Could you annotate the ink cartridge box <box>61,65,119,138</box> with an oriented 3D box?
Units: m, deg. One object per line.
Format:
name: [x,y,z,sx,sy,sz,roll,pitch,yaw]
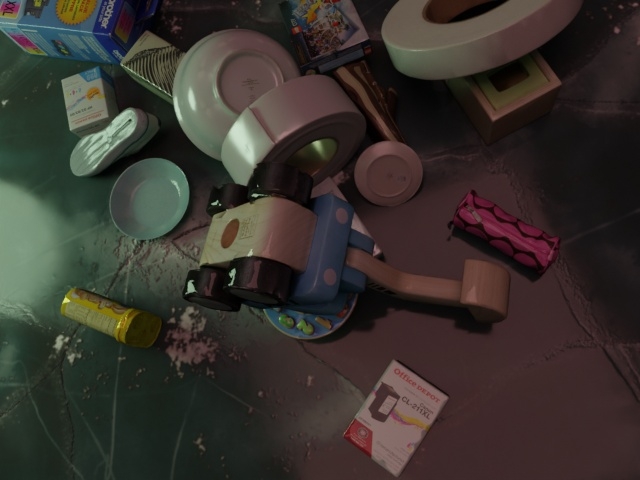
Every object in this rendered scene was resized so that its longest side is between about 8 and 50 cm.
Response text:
ink cartridge box: [-0.549,-0.315,1.408,0.104,0.061,0.181,-19,74,7]

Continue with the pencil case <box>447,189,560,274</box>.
pencil case: [0.359,-0.016,1.130,0.209,0.098,0.095,30,84,16]

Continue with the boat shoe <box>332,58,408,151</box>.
boat shoe: [0.126,-0.292,1.251,0.095,0.095,0.257,-31,72,-4]

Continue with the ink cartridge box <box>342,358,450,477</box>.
ink cartridge box: [0.144,0.329,1.099,0.127,0.072,0.175,32,85,18]

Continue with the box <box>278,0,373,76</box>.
box: [0.007,-0.480,1.315,0.159,0.044,0.233,-21,57,6]

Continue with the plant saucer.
plant saucer: [-0.383,-0.091,1.331,0.195,0.037,0.194,-3,76,10]

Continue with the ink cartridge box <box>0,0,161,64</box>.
ink cartridge box: [-0.554,-0.592,1.437,0.396,0.151,0.269,11,79,12]

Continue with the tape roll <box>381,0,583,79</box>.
tape roll: [0.311,-0.459,1.158,0.392,0.072,0.392,-19,38,16]

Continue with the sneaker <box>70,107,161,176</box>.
sneaker: [-0.474,-0.216,1.359,0.258,0.091,0.094,-24,77,27]

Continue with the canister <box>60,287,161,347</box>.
canister: [-0.442,0.162,1.234,0.170,0.126,0.073,18,81,17]

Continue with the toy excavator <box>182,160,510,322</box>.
toy excavator: [0.048,0.046,1.044,0.433,0.445,0.222,-12,61,50]

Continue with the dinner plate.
dinner plate: [0.140,-0.135,1.204,0.141,0.017,0.141,1,115,2]

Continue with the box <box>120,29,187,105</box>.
box: [-0.320,-0.369,1.358,0.275,0.094,0.113,32,83,17]

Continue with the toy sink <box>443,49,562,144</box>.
toy sink: [0.353,-0.345,1.196,0.153,0.131,0.234,-28,72,3]

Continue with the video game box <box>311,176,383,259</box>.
video game box: [0.000,0.000,1.225,0.187,0.048,0.205,-33,72,1]

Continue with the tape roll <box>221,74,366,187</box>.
tape roll: [-0.051,-0.189,1.159,0.286,0.286,0.100,-34,73,2]

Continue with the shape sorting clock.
shape sorting clock: [-0.025,0.093,1.164,0.206,0.040,0.206,-3,77,11]

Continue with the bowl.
bowl: [-0.157,-0.313,1.223,0.298,0.134,0.297,0,91,-15]
